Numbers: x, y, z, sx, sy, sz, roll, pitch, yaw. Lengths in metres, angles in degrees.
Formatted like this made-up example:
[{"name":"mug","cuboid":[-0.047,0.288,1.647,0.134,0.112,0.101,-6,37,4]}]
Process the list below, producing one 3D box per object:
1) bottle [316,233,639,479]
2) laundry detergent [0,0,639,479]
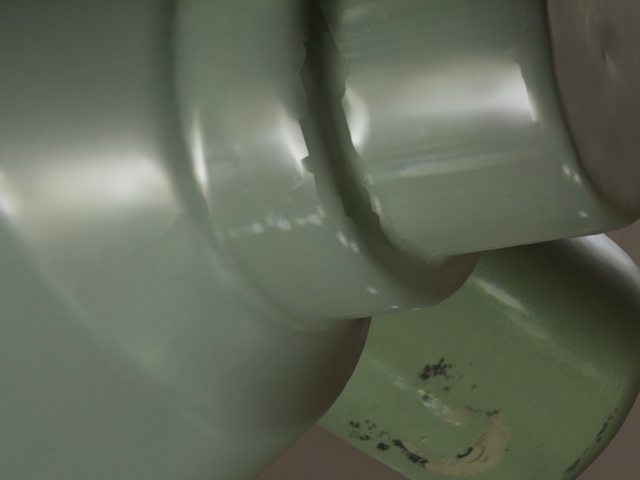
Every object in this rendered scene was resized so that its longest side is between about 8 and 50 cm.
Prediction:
[{"name":"bottle","cuboid":[0.001,-0.002,0.996,0.347,0.168,0.168,33,-147,-28]},{"name":"laundry detergent","cuboid":[-0.111,0.004,0.463,0.398,0.264,0.124,-8,-151,29]}]
